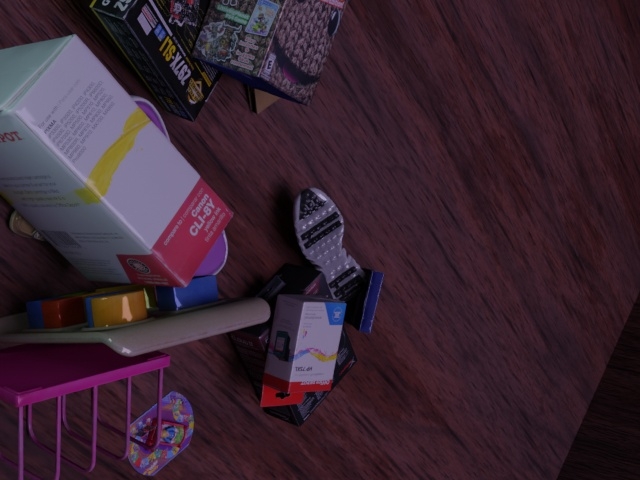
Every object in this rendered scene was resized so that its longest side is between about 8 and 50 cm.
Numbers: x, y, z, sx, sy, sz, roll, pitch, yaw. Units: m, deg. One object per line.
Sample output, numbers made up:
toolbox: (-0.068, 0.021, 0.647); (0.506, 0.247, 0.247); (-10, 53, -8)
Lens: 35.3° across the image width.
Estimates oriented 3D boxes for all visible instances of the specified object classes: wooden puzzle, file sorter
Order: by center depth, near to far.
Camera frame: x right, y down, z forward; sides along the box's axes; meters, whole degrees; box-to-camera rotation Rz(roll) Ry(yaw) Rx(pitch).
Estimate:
wooden puzzle: (-0.308, 0.109, 1.632); (0.322, 0.347, 0.081); (-10, 98, -48)
file sorter: (-0.425, 0.277, 1.649); (0.290, 0.202, 0.182); (-10, 108, -48)

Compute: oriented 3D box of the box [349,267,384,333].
box: (0.104, 0.134, 2.247); (0.225, 0.036, 0.136); (177, -74, -88)

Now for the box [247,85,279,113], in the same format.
box: (-0.078, -0.368, 2.007); (0.201, 0.021, 0.164); (-42, 142, -37)

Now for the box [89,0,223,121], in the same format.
box: (-0.236, -0.394, 1.718); (0.257, 0.079, 0.322); (-61, 156, -14)

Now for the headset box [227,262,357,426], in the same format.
headset box: (-0.061, 0.208, 2.123); (0.218, 0.110, 0.293); (-46, 131, -32)

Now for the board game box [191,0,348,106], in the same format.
board game box: (-0.071, -0.417, 1.788); (0.232, 0.141, 0.291); (13, 98, -67)

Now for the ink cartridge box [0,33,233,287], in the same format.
ink cartridge box: (-0.362, -0.110, 1.526); (0.385, 0.279, 0.160); (50, 59, -34)

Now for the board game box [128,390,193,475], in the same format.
board game box: (-0.299, 0.380, 1.950); (0.168, 0.033, 0.133); (-37, 125, -37)

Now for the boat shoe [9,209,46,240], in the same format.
boat shoe: (-0.443, -0.024, 1.670); (0.153, 0.048, 0.056); (16, 87, -50)

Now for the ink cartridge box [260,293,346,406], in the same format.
ink cartridge box: (-0.036, 0.228, 2.011); (0.134, 0.078, 0.231); (5, 97, -49)

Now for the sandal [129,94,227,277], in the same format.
sandal: (-0.268, -0.073, 1.819); (0.169, 0.102, 0.416); (-52, 134, -27)

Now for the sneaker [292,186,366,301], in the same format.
sneaker: (0.000, 0.000, 2.142); (0.110, 0.118, 0.292); (-28, 127, -9)
